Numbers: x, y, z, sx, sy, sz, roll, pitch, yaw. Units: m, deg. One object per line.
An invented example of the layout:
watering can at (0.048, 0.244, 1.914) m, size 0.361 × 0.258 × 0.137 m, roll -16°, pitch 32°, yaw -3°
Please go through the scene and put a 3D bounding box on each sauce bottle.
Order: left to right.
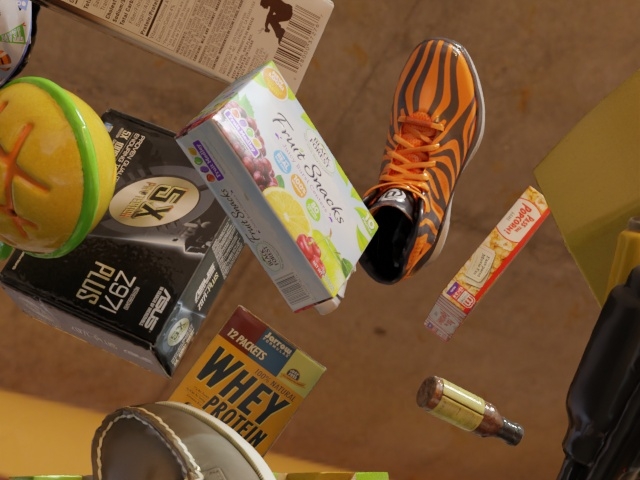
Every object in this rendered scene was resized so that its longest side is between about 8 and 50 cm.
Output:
sauce bottle at (0.166, 0.192, 1.221) m, size 0.128 × 0.042 × 0.042 m, roll 30°, pitch -53°, yaw -18°

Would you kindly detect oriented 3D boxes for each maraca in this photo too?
maraca at (-0.212, -0.047, 0.791) m, size 0.099 × 0.127 × 0.185 m, roll -11°, pitch -2°, yaw -43°

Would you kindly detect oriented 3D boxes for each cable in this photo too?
cable at (0.147, 0.113, 0.524) m, size 0.072 × 0.139 × 0.287 m, roll 11°, pitch -73°, yaw -33°

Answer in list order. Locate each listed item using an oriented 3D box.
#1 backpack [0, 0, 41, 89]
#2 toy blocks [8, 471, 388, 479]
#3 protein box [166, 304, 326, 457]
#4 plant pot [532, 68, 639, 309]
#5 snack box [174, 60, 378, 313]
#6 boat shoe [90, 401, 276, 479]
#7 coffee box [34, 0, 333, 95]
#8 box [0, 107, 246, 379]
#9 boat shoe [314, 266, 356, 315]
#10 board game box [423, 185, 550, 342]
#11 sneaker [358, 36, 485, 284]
backpack at (-0.480, -0.321, 1.450) m, size 0.213 × 0.263 × 0.276 m, roll 1°, pitch -20°, yaw -41°
toy blocks at (-0.099, 0.350, 1.032) m, size 0.381 × 0.261 × 0.190 m, roll 11°, pitch -17°, yaw -41°
protein box at (-0.103, 0.207, 1.433) m, size 0.136 × 0.200 × 0.201 m, roll 36°, pitch -6°, yaw 4°
plant pot at (0.337, -0.028, 1.107) m, size 0.187 × 0.212 × 0.212 m, roll -28°, pitch -57°, yaw 13°
snack box at (-0.025, -0.037, 0.737) m, size 0.037 × 0.100 × 0.141 m, roll -24°, pitch -72°, yaw 31°
boat shoe at (-0.068, 0.195, 0.624) m, size 0.091 × 0.305 × 0.109 m, roll 23°, pitch -70°, yaw -44°
coffee box at (-0.160, -0.239, 1.032) m, size 0.297 × 0.168 × 0.119 m, roll 19°, pitch -83°, yaw -40°
box at (-0.152, 0.001, 0.923) m, size 0.147 × 0.180 × 0.077 m, roll 23°, pitch -22°, yaw 15°
boat shoe at (0.000, 0.000, 1.045) m, size 0.076 × 0.226 × 0.083 m, roll -40°, pitch -74°, yaw 5°
board game box at (0.220, 0.033, 1.463) m, size 0.045 × 0.193 × 0.147 m, roll 38°, pitch -17°, yaw 9°
sneaker at (0.121, -0.090, 1.390) m, size 0.124 × 0.180 × 0.321 m, roll 11°, pitch -74°, yaw 16°
